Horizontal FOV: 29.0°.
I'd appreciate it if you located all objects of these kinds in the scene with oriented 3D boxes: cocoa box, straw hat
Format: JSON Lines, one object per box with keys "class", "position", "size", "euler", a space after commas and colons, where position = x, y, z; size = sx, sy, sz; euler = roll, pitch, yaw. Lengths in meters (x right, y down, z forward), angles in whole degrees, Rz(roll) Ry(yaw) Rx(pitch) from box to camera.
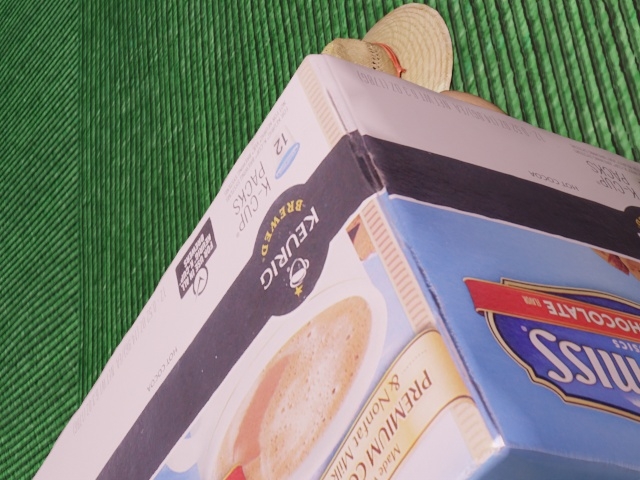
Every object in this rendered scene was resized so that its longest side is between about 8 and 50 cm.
{"class": "cocoa box", "position": [0.031, 0.132, 0.608], "size": [0.347, 0.232, 0.228], "euler": [-53, 38, 30]}
{"class": "straw hat", "position": [0.026, -0.107, 0.870], "size": [0.144, 0.061, 0.144], "euler": [-28, 55, 49]}

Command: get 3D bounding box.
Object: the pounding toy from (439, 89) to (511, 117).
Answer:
{"class": "pounding toy", "position": [0.000, 0.000, 0.760], "size": [0.269, 0.155, 0.154], "euler": [-56, 49, 21]}
